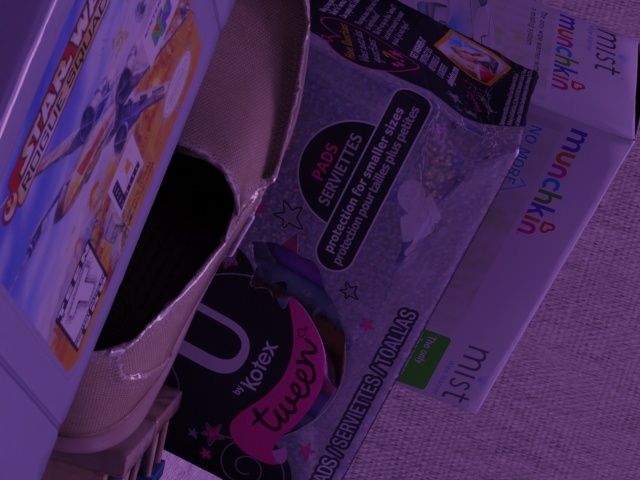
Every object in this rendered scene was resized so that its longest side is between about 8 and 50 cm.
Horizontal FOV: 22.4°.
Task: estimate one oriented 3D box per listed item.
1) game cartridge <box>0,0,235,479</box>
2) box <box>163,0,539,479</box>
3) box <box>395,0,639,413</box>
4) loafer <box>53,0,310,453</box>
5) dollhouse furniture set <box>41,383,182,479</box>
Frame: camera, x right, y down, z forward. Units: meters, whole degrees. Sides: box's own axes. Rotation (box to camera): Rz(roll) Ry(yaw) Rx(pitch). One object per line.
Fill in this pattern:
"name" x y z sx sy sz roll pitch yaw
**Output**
"game cartridge" -0.095 -0.044 0.550 0.198 0.062 0.297 97 13 -73
"box" 0.000 0.000 0.902 0.247 0.142 0.163 -64 179 23
"box" 0.054 -0.044 1.077 0.126 0.231 0.262 -73 -174 -50
"loafer" -0.063 -0.037 0.704 0.092 0.102 0.268 133 -24 -68
"dollhouse furniture set" -0.067 0.156 0.804 0.129 0.184 0.129 -53 157 -78
